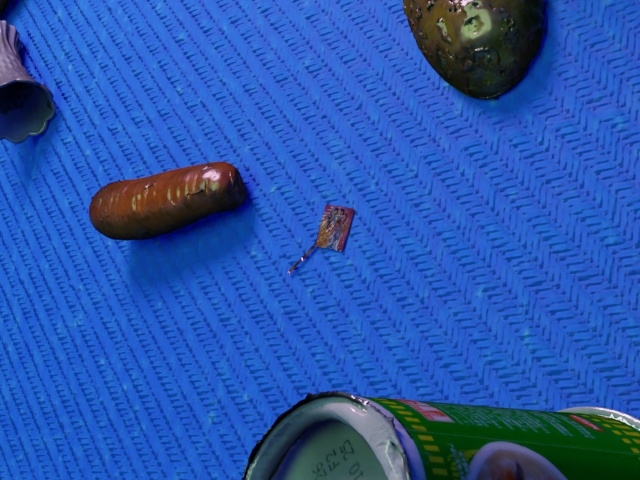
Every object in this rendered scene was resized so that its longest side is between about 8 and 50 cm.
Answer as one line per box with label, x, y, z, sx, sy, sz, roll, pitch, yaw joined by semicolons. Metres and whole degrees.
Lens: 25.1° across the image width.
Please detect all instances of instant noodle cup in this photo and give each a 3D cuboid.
instant noodle cup;0.078;0.179;0.831;0.207;0.233;0.207;-20;63;44

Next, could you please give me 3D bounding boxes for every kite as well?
kite;0.003;0.003;1.151;0.044;0.002;0.078;42;107;47

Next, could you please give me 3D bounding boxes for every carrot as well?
carrot;-0.137;-0.034;1.279;0.186;0.060;0.060;-9;70;43

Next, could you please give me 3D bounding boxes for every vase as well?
vase;-0.340;-0.178;1.542;0.081;0.081;0.148;-53;40;21

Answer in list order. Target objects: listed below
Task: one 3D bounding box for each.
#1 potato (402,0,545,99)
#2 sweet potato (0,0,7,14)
potato;0.101;-0.197;1.075;0.119;0.054;0.197;-30;56;42
sweet potato;-0.404;-0.265;1.658;0.202;0.055;0.058;-24;38;42
